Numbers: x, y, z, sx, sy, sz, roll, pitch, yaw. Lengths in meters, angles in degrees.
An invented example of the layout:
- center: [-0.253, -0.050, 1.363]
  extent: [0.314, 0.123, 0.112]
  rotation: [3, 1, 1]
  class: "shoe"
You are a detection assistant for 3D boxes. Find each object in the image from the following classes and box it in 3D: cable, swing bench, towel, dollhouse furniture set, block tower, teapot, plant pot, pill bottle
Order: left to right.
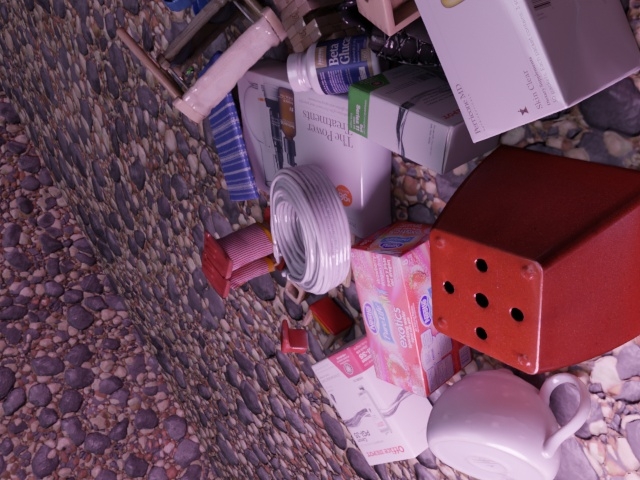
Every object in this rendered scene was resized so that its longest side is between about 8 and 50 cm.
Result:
- center: [-0.225, -0.399, 1.270]
  extent: [0.255, 0.253, 0.165]
  rotation: [50, -175, 22]
  class: "swing bench"
- center: [-0.215, -0.260, 1.490]
  extent: [0.243, 0.040, 0.336]
  rotation: [-173, 68, -71]
  class: "towel"
- center: [-0.106, 0.110, 1.541]
  extent: [0.374, 0.201, 0.152]
  rotation: [45, 142, 25]
  class: "dollhouse furniture set"
- center: [-0.049, -0.507, 1.153]
  extent: [0.097, 0.091, 0.336]
  rotation: [-18, 98, 54]
  class: "block tower"
- center: [-0.022, -0.020, 1.231]
  extent: [0.257, 0.089, 0.257]
  rotation: [-142, 40, -58]
  class: "cable"
- center: [0.031, -0.309, 1.115]
  extent: [0.169, 0.094, 0.094]
  rotation: [-4, 113, 19]
  class: "pill bottle"
- center: [0.327, 0.321, 1.149]
  extent: [0.255, 0.187, 0.253]
  rotation: [15, 149, 16]
  class: "teapot"
- center: [0.306, 0.040, 0.928]
  extent: [0.267, 0.235, 0.267]
  rotation: [22, 129, 43]
  class: "plant pot"

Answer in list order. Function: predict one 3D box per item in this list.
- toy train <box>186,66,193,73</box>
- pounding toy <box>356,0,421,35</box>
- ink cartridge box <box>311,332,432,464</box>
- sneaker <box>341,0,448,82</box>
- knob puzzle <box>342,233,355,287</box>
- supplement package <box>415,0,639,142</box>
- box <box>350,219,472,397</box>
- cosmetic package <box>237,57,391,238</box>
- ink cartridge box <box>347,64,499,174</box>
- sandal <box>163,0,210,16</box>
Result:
- center: [-0.361, -0.468, 1.642]
  extent: [0.083, 0.023, 0.017]
  rotation: [54, 145, 12]
  class: "toy train"
- center: [0.139, -0.432, 0.885]
  extent: [0.094, 0.206, 0.181]
  rotation: [50, 172, 32]
  class: "pounding toy"
- center: [0.132, 0.369, 1.477]
  extent: [0.283, 0.117, 0.207]
  rotation: [58, 145, 7]
  class: "ink cartridge box"
- center: [0.148, -0.314, 0.991]
  extent: [0.286, 0.130, 0.109]
  rotation: [40, 141, 28]
  class: "sneaker"
- center: [0.000, 0.000, 1.481]
  extent: [0.213, 0.030, 0.213]
  rotation: [31, 135, 38]
  class: "knob puzzle"
- center: [0.255, -0.291, 0.800]
  extent: [0.145, 0.204, 0.262]
  rotation: [-17, 99, 56]
  class: "supplement package"
- center: [0.177, 0.129, 1.228]
  extent: [0.142, 0.154, 0.300]
  rotation: [10, 121, 49]
  class: "box"
- center: [-0.018, -0.202, 1.315]
  extent: [0.377, 0.097, 0.285]
  rotation: [27, 134, 41]
  class: "cosmetic package"
- center: [0.169, -0.202, 1.018]
  extent: [0.208, 0.153, 0.087]
  rotation: [34, 137, 37]
  class: "ink cartridge box"
- center: [-0.279, -0.617, 1.340]
  extent: [0.126, 0.138, 0.318]
  rotation: [26, 130, 43]
  class: "sandal"
